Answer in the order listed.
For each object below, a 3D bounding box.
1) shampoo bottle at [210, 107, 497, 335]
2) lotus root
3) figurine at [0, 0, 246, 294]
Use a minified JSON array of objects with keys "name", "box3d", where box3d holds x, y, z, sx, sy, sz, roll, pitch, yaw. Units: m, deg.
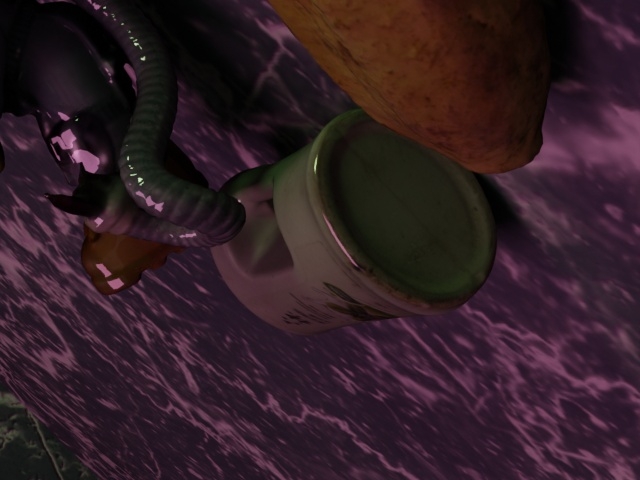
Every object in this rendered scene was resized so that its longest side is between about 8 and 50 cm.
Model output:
[{"name":"shampoo bottle","box3d":[0.000,0.000,0.794,0.118,0.087,0.234,45,158,-11]},{"name":"lotus root","box3d":[0.014,-0.124,0.530,0.110,0.097,0.258,27,163,48]},{"name":"figurine","box3d":[-0.220,-0.133,0.755,0.382,0.186,0.261,53,172,-21]}]
